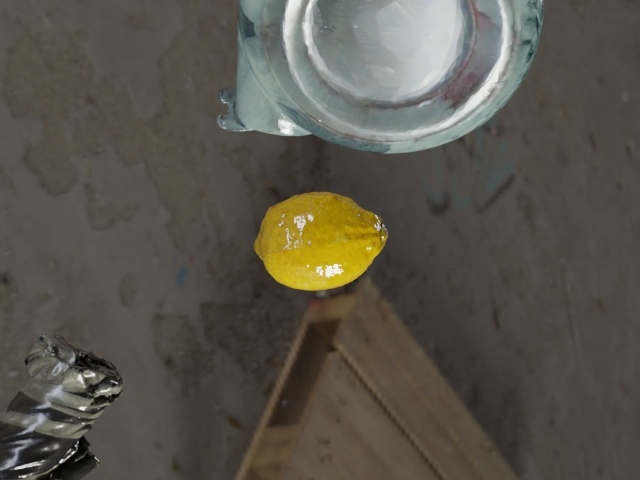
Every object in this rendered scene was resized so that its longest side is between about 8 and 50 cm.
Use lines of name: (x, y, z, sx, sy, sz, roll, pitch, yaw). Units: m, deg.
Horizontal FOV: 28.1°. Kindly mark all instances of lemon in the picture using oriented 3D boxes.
lemon: (0.000, 0.000, 1.452, 0.114, 0.155, 0.114, -4, 90, -85)

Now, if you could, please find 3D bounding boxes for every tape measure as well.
tape measure: (0.050, -0.207, 1.086, 0.147, 0.275, 0.256, -87, 180, -54)

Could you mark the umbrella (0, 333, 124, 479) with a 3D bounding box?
umbrella: (-0.347, 0.266, 1.372, 0.357, 0.113, 0.106, -54, 146, -5)
